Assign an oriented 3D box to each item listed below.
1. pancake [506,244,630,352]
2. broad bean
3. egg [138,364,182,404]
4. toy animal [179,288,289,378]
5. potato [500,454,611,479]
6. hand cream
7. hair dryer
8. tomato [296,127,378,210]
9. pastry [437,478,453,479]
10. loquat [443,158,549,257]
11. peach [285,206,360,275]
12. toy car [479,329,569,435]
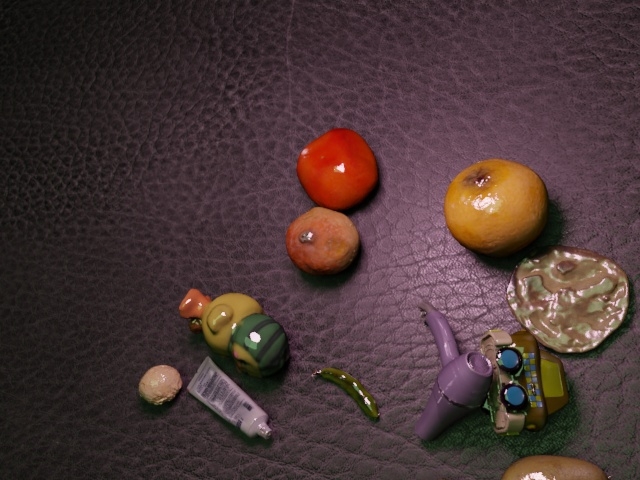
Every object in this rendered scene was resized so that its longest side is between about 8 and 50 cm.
[{"bbox_3d":[0.618,0.143,1.588,0.294,0.049,0.294,-6,72,18],"label":"pancake"},{"bbox_3d":[0.077,0.410,1.740,0.227,0.039,0.069,27,79,29],"label":"broad bean"},{"bbox_3d":[-0.497,0.445,1.940,0.140,0.118,0.116,-16,110,8],"label":"egg"},{"bbox_3d":[-0.233,0.261,1.839,0.338,0.216,0.191,29,59,26],"label":"toy animal"},{"bbox_3d":[0.536,0.574,1.423,0.251,0.159,0.174,-17,91,9],"label":"potato"},{"bbox_3d":[-0.264,0.480,1.859,0.340,0.078,0.124,29,87,36],"label":"hand cream"},{"bbox_3d":[0.306,0.303,1.617,0.361,0.121,0.301,-98,24,-46],"label":"hair dryer"},{"bbox_3d":[0.044,-0.213,1.880,0.260,0.180,0.260,-13,62,25],"label":"tomato"},{"bbox_3d":[0.309,0.670,1.516,0.188,0.103,0.189,-8,70,22],"label":"pastry"},{"bbox_3d":[0.452,-0.088,1.622,0.263,0.263,0.263,-7,70,21],"label":"loquat"},{"bbox_3d":[0.000,0.000,1.803,0.232,0.232,0.232,-7,70,21],"label":"peach"},{"bbox_3d":[0.499,0.338,1.520,0.198,0.204,0.248,-3,71,-3],"label":"toy car"}]
